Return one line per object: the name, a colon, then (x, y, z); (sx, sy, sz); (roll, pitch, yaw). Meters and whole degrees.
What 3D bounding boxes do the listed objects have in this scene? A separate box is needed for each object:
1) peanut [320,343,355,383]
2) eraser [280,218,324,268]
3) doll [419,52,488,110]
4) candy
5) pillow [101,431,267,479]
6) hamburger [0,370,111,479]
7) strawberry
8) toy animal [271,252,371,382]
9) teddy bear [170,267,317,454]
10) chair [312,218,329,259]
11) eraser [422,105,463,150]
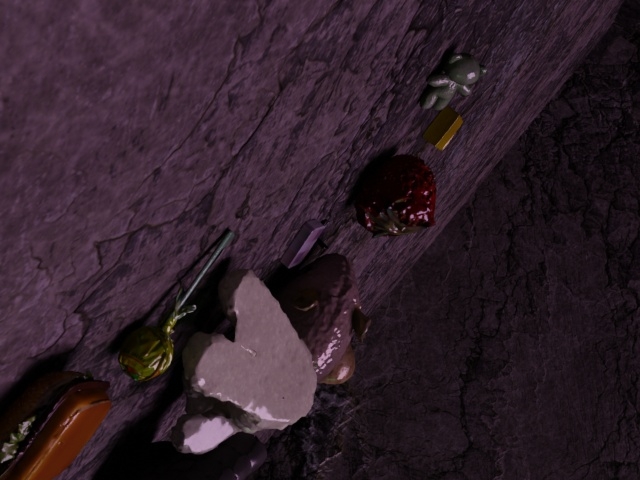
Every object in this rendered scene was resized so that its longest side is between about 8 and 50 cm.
peanut: (-0.007, 0.227, 1.718); (0.122, 0.253, 0.137); (-11, 153, -28)
eraser: (-0.036, 0.007, 1.484); (0.105, 0.026, 0.065); (-56, 163, 21)
doll: (0.261, -0.327, 1.500); (0.115, 0.077, 0.150); (12, 137, -33)
candy: (-0.206, 0.092, 1.091); (0.262, 0.077, 0.073); (-56, 171, -15)
pillow: (-0.289, 0.472, 1.466); (0.326, 0.101, 0.228); (-19, -175, 32)
hamburger: (-0.346, 0.228, 0.916); (0.166, 0.087, 0.137); (-52, 166, -1)
strawberry: (0.170, -0.103, 1.599); (0.187, 0.184, 0.201); (85, 17, -66)
toy animal: (-0.033, 0.189, 1.547); (0.358, 0.188, 0.226); (-64, -161, -2)
teddy bear: (-0.204, 0.238, 1.357); (0.375, 0.362, 0.327); (50, 52, -38)
chair: (0.002, 0.001, 1.560); (0.086, 0.042, 0.037); (-53, 171, 11)
eraser: (0.305, -0.275, 1.810); (0.097, 0.045, 0.122); (-54, 167, 10)
